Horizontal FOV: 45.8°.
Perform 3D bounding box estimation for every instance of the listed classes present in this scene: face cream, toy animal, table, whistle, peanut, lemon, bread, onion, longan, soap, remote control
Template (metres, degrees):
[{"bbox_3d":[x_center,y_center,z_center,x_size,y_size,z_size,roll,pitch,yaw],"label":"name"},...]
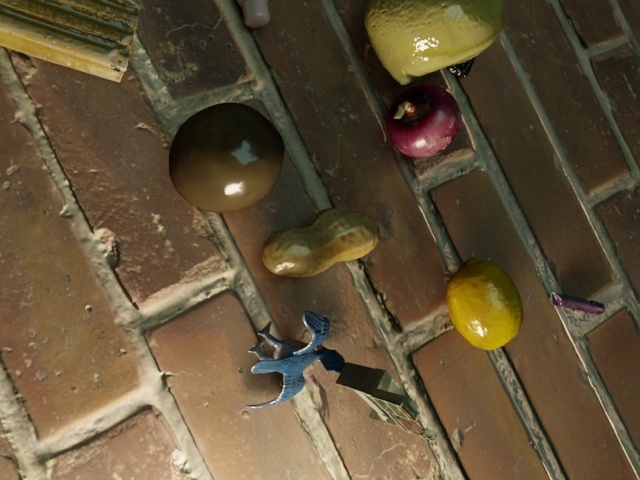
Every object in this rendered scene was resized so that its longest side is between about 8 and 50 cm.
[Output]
[{"bbox_3d":[-0.161,-0.603,1.677,0.082,0.082,0.268,-4,79,-28],"label":"face cream"},{"bbox_3d":[-0.046,0.225,1.473,0.176,0.239,0.255,26,18,10],"label":"toy animal"},{"bbox_3d":[0.138,0.317,1.502,0.146,0.175,0.062,50,60,-37],"label":"table"},{"bbox_3d":[0.650,0.160,1.920,0.177,0.033,0.033,12,71,-25],"label":"whistle"},{"bbox_3d":[0.000,0.000,1.581,0.275,0.111,0.125,-18,81,-30],"label":"peanut"},{"bbox_3d":[0.366,0.140,1.704,0.170,0.170,0.207,-18,84,-30],"label":"lemon"},{"bbox_3d":[0.259,-0.512,1.746,0.320,0.321,0.237,-45,115,-29],"label":"bread"},{"bbox_3d":[0.234,-0.278,1.742,0.177,0.177,0.153,-47,125,-29],"label":"onion"},{"bbox_3d":[-0.175,-0.157,1.460,0.246,0.246,0.215,-55,134,-27],"label":"longan"},{"bbox_3d":[-0.497,-0.426,1.451,0.274,0.089,0.173,15,71,-23],"label":"soap"},{"bbox_3d":[0.395,-0.525,1.977,0.063,0.025,0.245,35,63,-16],"label":"remote control"}]
